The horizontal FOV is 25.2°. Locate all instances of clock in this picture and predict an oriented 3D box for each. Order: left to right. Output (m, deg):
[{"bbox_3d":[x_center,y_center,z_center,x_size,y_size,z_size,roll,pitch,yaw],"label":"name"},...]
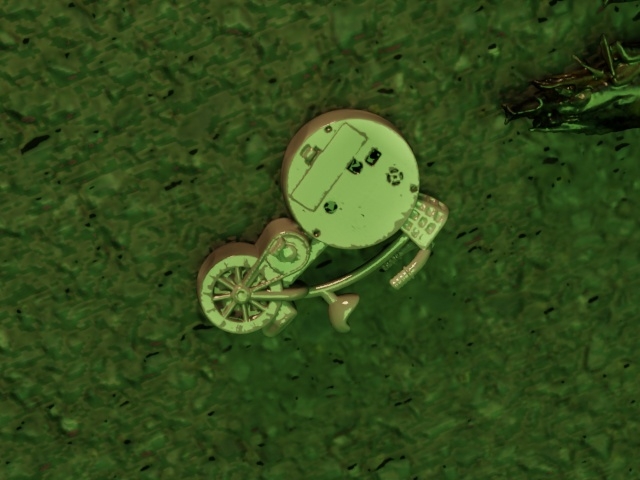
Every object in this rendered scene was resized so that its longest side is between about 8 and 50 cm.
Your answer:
[{"bbox_3d":[0.000,0.000,0.691,0.087,0.041,0.129,42,96,-16],"label":"clock"}]

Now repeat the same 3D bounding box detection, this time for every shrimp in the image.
[{"bbox_3d":[0.158,-0.095,0.684,0.161,0.034,0.091,-14,100,-8],"label":"shrimp"}]
